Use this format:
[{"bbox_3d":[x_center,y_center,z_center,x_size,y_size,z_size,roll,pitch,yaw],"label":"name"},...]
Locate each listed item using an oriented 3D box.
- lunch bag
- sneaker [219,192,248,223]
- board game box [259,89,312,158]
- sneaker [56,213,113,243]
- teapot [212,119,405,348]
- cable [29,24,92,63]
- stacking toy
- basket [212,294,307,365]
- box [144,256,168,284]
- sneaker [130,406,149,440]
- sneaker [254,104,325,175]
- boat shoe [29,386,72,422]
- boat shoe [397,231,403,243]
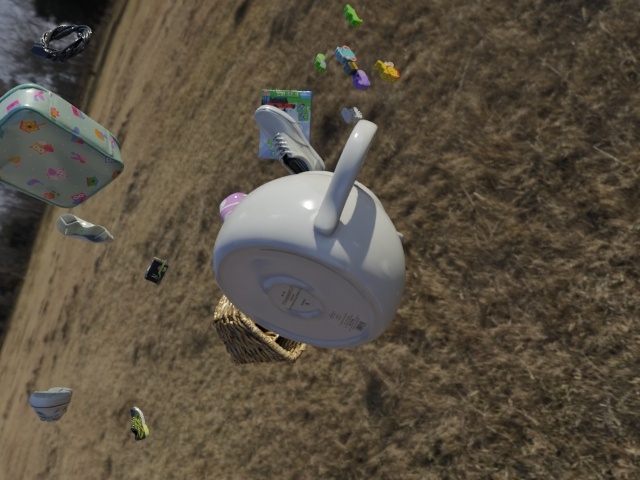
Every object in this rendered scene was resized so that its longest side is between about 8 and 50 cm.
[{"bbox_3d":[-0.594,-0.193,1.164,0.224,0.279,0.108,-32,55,16],"label":"lunch bag"},{"bbox_3d":[-0.213,-0.131,1.871,0.161,0.281,0.102,-123,25,-50],"label":"sneaker"},{"bbox_3d":[-0.109,-0.362,1.701,0.039,0.159,0.212,-53,-34,-86],"label":"board game box"},{"bbox_3d":[-0.589,-0.021,1.348,0.061,0.152,0.054,67,-136,-74],"label":"sneaker"},{"bbox_3d":[0.000,0.000,0.678,0.255,0.253,0.187,-8,45,36],"label":"teapot"},{"bbox_3d":[-0.699,-0.544,1.486,0.184,0.047,0.151,15,52,27],"label":"cable"},{"bbox_3d":[0.078,-0.407,1.266,0.167,0.052,0.221,-46,64,46],"label":"stacking toy"},{"bbox_3d":[-0.136,0.194,1.572,0.222,0.214,0.299,-11,22,33],"label":"basket"},{"bbox_3d":[-0.624,0.114,2.052,0.083,0.062,0.052,-62,22,2],"label":"box"},{"bbox_3d":[-0.444,0.444,1.305,0.031,0.035,0.083,-45,70,38],"label":"sneaker"},{"bbox_3d":[-0.086,-0.256,1.468,0.094,0.258,0.091,-35,17,36],"label":"sneaker"},{"bbox_3d":[-0.654,0.409,1.326,0.226,0.083,0.076,132,144,-75],"label":"boat shoe"},{"bbox_3d":[0.098,0.001,1.345,0.227,0.079,0.081,11,79,40],"label":"boat shoe"}]
